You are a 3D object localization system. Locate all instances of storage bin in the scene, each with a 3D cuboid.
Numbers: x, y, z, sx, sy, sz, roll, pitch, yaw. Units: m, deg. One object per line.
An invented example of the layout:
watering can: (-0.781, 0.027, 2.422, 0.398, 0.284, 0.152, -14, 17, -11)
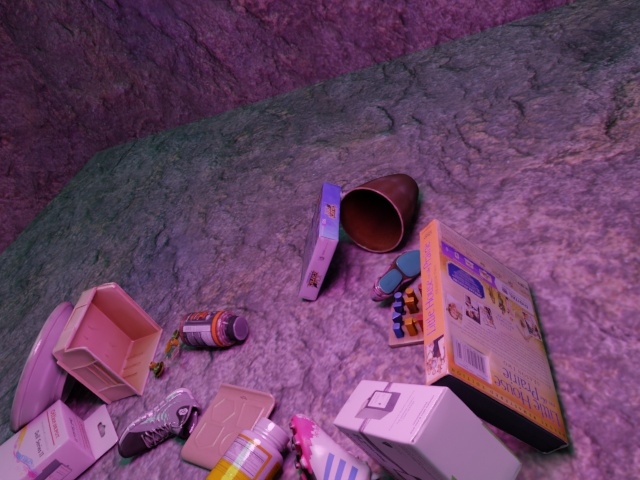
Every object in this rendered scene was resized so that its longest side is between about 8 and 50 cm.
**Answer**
storage bin: (-0.631, 0.305, 1.606, 0.123, 0.260, 0.262, -21, 35, 16)

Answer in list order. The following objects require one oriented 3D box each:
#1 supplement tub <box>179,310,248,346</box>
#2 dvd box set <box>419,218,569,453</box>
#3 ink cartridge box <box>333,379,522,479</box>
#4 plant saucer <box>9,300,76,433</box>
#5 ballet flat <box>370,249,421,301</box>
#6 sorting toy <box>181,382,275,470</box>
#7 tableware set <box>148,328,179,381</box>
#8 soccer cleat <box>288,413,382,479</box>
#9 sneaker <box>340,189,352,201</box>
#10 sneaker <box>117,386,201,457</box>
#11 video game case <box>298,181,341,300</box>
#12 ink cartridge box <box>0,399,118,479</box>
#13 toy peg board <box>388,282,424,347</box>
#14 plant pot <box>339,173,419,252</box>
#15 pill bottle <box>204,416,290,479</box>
supplement tub: (-0.312, 0.261, 1.577, 0.198, 0.106, 0.106, -6, 40, 27)
dvd box set: (0.337, 0.174, 1.085, 0.062, 0.308, 0.420, -45, 23, 35)
ink cartridge box: (0.176, 0.356, 0.947, 0.114, 0.198, 0.273, -50, 11, -25)
plant saucer: (-0.798, 0.388, 1.617, 0.101, 0.400, 0.400, 18, 37, -11)
ballet flat: (0.206, 0.096, 1.457, 0.221, 0.077, 0.079, -36, -6, -37)
sorting toy: (-0.224, 0.464, 1.318, 0.193, 0.038, 0.208, 1, 48, 35)
tableware set: (-0.467, 0.339, 1.594, 0.154, 0.024, 0.104, -49, 29, 21)
soccer cleat: (0.037, 0.473, 1.079, 0.143, 0.116, 0.331, -12, 29, -16)
sneaker: (0.108, -0.144, 1.859, 0.224, 0.083, 0.098, 11, 29, 37)
sneaker: (-0.404, 0.486, 1.366, 0.229, 0.086, 0.132, -42, 39, -21)
video game case: (0.000, 0.000, 1.595, 0.061, 0.244, 0.269, 13, 39, -6)
ink cartridge box: (-0.746, 0.581, 1.441, 0.353, 0.119, 0.207, -39, 33, -17)
toy peg board: (0.243, 0.172, 1.333, 0.161, 0.079, 0.161, -12, 37, 21)
plant pot: (0.206, -0.112, 1.644, 0.215, 0.215, 0.230, 2, 31, 37)
pill bottle: (-0.162, 0.497, 1.155, 0.117, 0.117, 0.215, 11, 49, 43)
